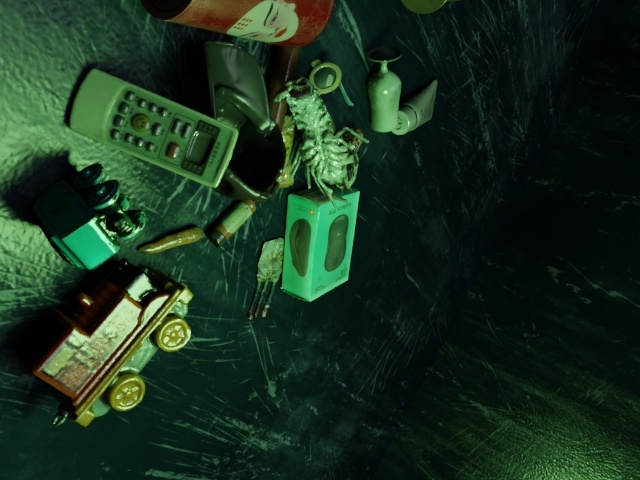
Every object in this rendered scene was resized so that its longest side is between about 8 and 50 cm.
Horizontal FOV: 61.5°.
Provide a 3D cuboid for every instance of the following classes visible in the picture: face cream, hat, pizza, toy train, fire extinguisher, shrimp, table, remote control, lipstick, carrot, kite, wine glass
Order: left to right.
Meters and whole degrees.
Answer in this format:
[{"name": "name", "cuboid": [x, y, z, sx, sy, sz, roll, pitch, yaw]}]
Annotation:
[{"name": "toy train", "cuboid": [-0.403, -0.044, 0.937, 0.154, 0.198, 0.107, -39, 138, -15]}, {"name": "toy train", "cuboid": [-0.431, 0.199, 1.078, 0.369, 0.163, 0.232, -53, 136, -19]}, {"name": "remote control", "cuboid": [-0.297, -0.199, 0.964, 0.038, 0.285, 0.124, -154, -92, -80]}, {"name": "carrot", "cuboid": [-0.331, 0.000, 1.201, 0.165, 0.035, 0.036, -21, 126, -44]}, {"name": "hat", "cuboid": [-0.217, -0.231, 1.135, 0.238, 0.208, 0.337, -29, 104, -55]}, {"name": "fire extinguisher", "cuboid": [-0.203, -0.057, 1.324, 0.177, 0.050, 0.062, -48, 116, -24]}, {"name": "kite", "cuboid": [-0.149, 0.108, 1.530, 0.141, 0.015, 0.245, 4, 105, -57]}, {"name": "lipstick", "cuboid": [-0.113, -0.289, 1.271, 0.057, 0.057, 0.357, 10, 95, -55]}, {"name": "pizza", "cuboid": [-0.100, -0.225, 1.366, 0.185, 0.052, 0.195, 4, 108, -57]}, {"name": "shrimp", "cuboid": [0.008, -0.231, 1.317, 0.166, 0.221, 0.411, -80, 154, -46]}, {"name": "wine glass", "cuboid": [0.188, -0.441, 1.588, 0.103, 0.103, 0.231, -42, 143, -32]}, {"name": "face cream", "cuboid": [0.322, -0.437, 1.805, 0.314, 0.089, 0.143, -42, 141, -48]}, {"name": "table", "cuboid": [0.345, -0.761, 1.582, 0.226, 0.167, 0.167, -36, 136, -50]}]

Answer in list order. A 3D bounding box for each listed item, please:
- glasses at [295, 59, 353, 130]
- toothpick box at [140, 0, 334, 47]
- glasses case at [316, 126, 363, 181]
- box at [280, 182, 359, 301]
[{"name": "glasses", "cuboid": [0.035, -0.351, 1.442, 0.220, 0.088, 0.190, 20, 93, -56]}, {"name": "toothpick box", "cuboid": [-0.149, -0.487, 1.006, 0.333, 0.204, 0.204, -13, 120, -50]}, {"name": "glasses case", "cuboid": [0.060, -0.245, 1.552, 0.195, 0.073, 0.049, -54, 139, -17]}, {"name": "box", "cuboid": [0.000, 0.000, 1.575, 0.205, 0.118, 0.312, -22, 126, -47]}]
